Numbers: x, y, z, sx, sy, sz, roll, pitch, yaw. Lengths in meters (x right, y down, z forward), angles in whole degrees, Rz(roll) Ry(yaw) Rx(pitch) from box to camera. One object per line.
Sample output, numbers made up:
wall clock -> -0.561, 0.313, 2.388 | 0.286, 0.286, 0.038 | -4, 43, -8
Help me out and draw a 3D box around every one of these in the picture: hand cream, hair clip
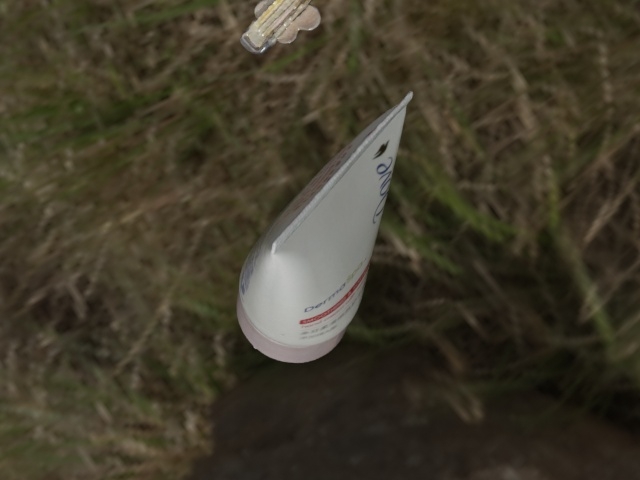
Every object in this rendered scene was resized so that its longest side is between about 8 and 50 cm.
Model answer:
hand cream -> 0.000, 0.000, 1.178 | 0.083, 0.133, 0.248 | 36, 159, 7
hair clip -> 0.014, -0.239, 1.534 | 0.062, 0.056, 0.214 | 46, 105, 14
